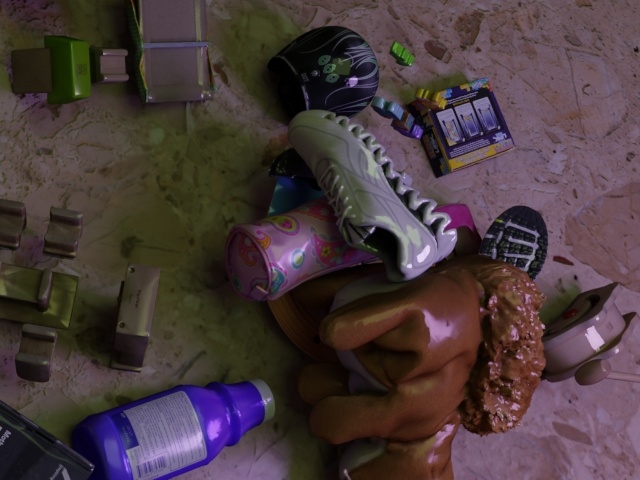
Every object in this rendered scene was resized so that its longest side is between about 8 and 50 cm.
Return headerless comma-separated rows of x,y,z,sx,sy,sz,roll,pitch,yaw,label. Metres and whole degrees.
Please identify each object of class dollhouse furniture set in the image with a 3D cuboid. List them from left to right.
-0.345,0.087,1.628,0.242,0.161,0.212,10,67,-8,dollhouse furniture set
-0.308,-0.299,1.796,0.302,0.151,0.197,-12,103,-53,dollhouse furniture set

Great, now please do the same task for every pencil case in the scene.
0.000,0.000,1.778,0.284,0.124,0.124,-18,85,-36,pencil case

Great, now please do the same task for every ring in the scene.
0.042,0.036,1.925,0.337,0.032,0.336,5,80,-33,ring

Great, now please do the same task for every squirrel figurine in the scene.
0.167,0.221,1.777,0.397,0.281,0.370,-13,102,-14,squirrel figurine

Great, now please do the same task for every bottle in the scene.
-0.193,0.258,1.673,0.283,0.092,0.118,-17,85,-37,bottle

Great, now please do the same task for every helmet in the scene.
0.015,-0.264,1.953,0.162,0.169,0.169,-24,89,-20,helmet

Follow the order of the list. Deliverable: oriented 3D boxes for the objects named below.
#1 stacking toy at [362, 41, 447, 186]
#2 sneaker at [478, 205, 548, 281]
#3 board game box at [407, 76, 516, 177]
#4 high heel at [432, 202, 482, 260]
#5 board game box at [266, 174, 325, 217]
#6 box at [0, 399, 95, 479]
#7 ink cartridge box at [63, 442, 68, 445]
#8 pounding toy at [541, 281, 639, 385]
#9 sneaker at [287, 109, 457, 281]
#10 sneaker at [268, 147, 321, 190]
0.121,-0.199,1.974,0.221,0.052,0.166,39,72,-58,stacking toy
0.288,0.085,2.008,0.111,0.121,0.299,20,85,1,sneaker
0.249,-0.200,2.151,0.170,0.048,0.141,-20,88,-37,board game box
0.222,0.012,1.992,0.244,0.082,0.117,32,41,-70,high heel
-0.027,-0.046,1.855,0.133,0.033,0.168,24,75,-33,board game box
-0.498,0.329,1.373,0.318,0.097,0.395,42,72,-24,box
-0.506,0.260,1.478,0.371,0.069,0.175,28,62,-22,ink cartridge box
0.466,0.197,2.119,0.154,0.154,0.269,58,34,-4,pounding toy
0.055,-0.064,1.706,0.292,0.110,0.118,44,58,7,sneaker
0.008,-0.111,1.834,0.170,0.051,0.089,21,76,-29,sneaker
